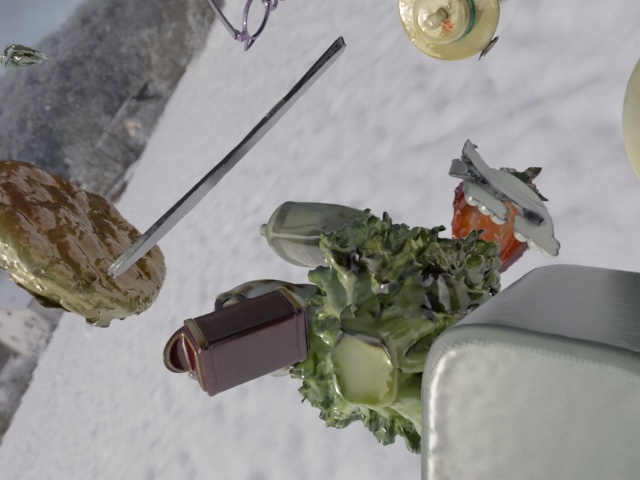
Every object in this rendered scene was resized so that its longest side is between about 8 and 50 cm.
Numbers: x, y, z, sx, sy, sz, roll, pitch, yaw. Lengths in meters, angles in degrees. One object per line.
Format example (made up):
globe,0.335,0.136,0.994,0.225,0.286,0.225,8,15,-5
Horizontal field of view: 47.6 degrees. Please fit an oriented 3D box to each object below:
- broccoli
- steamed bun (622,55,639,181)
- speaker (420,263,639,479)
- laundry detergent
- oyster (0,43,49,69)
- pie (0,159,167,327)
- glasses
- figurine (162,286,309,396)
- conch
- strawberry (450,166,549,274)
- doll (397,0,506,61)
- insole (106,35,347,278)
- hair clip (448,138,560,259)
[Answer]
broccoli,0.114,0.132,0.952,0.272,0.323,0.334,-112,35,-73
steamed bun,0.431,-0.170,0.752,0.250,0.154,0.200,-62,6,-10
speaker,0.190,0.226,0.547,0.183,0.406,0.184,9,20,32
laundry detergent,0.000,0.000,1.263,0.253,0.181,0.091,9,66,35
oyster,-0.506,-0.322,1.250,0.100,0.037,0.098,-5,7,44
pie,-0.373,0.000,1.068,0.083,0.339,0.339,-49,20,13
glasses,-0.095,-0.274,0.778,0.063,0.103,0.140,89,-157,-57
figurine,-0.097,0.097,0.784,0.098,0.154,0.082,-124,24,-43
conch,-0.085,0.144,1.144,0.183,0.274,0.149,116,141,-47
strawberry,0.329,-0.020,1.324,0.174,0.228,0.098,3,11,24
doll,0.197,-0.329,1.008,0.208,0.144,0.271,-37,8,-2
insole,-0.084,-0.078,0.677,0.309,0.012,0.110,-46,3,-3
hair clip,0.305,-0.073,1.178,0.054,0.220,0.140,-50,8,38
